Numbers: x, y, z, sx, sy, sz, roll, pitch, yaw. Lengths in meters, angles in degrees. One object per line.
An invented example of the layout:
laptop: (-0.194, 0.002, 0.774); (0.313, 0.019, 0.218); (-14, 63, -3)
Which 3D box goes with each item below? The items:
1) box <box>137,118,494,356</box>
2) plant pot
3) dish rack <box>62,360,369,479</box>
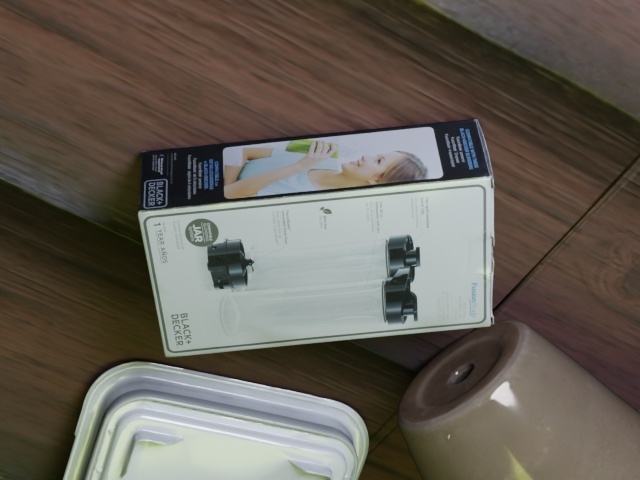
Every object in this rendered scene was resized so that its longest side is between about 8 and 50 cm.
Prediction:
box: (0.000, 0.000, 1.271); (0.290, 0.087, 0.169); (-6, 129, 1)
plant pot: (0.194, 0.201, 1.378); (0.263, 0.263, 0.229); (-33, 105, 21)
dish rack: (-0.118, 0.296, 1.453); (0.286, 0.072, 0.332); (13, 110, -16)
